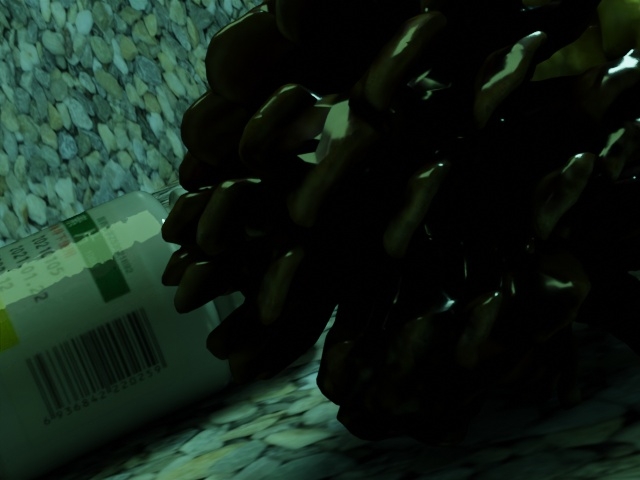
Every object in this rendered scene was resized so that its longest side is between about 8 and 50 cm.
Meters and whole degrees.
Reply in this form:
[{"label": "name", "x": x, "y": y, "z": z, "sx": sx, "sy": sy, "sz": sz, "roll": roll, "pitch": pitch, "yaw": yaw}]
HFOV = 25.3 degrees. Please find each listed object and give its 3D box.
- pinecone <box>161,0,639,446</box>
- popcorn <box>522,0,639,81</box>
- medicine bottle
[{"label": "pinecone", "x": 0.098, "y": -0.046, "z": 0.977, "sx": 0.397, "sy": 0.398, "sz": 0.398, "roll": -22, "pitch": 10, "yaw": 4}, {"label": "popcorn", "x": 0.226, "y": -0.172, "z": 1.221, "sx": 0.264, "sy": 0.225, "sz": 0.332, "roll": -6, "pitch": 17, "yaw": -13}, {"label": "medicine bottle", "x": -0.177, "y": 0.066, "z": 1.324, "sx": 0.339, "sy": 0.208, "sz": 0.208, "roll": -25, "pitch": 10, "yaw": -13}]
